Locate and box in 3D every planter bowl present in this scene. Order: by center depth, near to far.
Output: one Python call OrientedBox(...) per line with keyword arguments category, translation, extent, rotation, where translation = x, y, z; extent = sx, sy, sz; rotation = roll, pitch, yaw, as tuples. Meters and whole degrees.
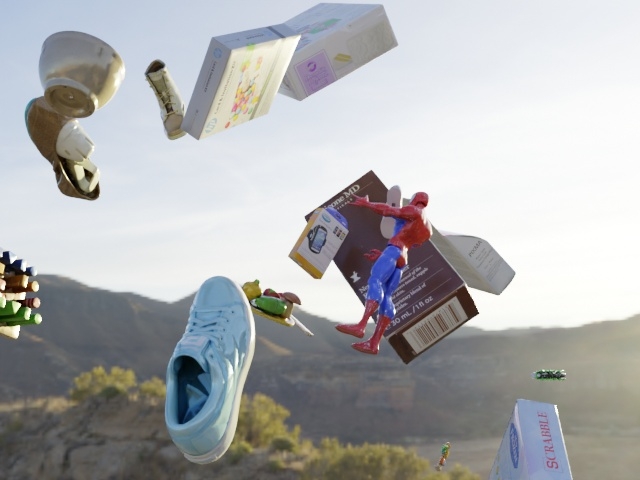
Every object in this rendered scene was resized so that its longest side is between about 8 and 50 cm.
OrientedBox(category="planter bowl", translation=(-0.468, -0.305, 1.451), extent=(0.162, 0.109, 0.162), rotation=(6, -31, 3))

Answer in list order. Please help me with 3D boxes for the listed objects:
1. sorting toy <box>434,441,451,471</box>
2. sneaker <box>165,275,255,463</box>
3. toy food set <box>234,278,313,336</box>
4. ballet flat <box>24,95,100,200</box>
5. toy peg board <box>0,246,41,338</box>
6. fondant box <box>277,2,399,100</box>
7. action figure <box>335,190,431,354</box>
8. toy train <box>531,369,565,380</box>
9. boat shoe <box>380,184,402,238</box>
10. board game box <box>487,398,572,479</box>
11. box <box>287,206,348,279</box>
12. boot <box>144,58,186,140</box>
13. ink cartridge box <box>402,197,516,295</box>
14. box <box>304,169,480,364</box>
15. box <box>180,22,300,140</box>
OrientedBox(category="sorting toy", translation=(0.268, 0.470, 1.649), extent=(0.012, 0.062, 0.083), rotation=(22, -18, 23))
OrientedBox(category="sneaker", translation=(-0.201, 0.202, 1.364), extent=(0.135, 0.365, 0.150), rotation=(-7, -35, 8))
OrientedBox(category="toy food set", translation=(-0.106, 0.135, 1.746), extent=(0.218, 0.071, 0.128), rotation=(27, 7, -35))
OrientedBox(category="ballet flat", translation=(-0.572, -0.196, 1.745), extent=(0.124, 0.116, 0.342), rotation=(26, -30, 12))
OrientedBox(category="toy peg board", translation=(-0.596, 0.088, 1.445), extent=(0.079, 0.160, 0.161), rotation=(-6, -25, 15))
OrientedBox(category="fondant box", translation=(-0.019, -0.408, 1.601), extent=(0.238, 0.096, 0.330), rotation=(-31, 25, -10))
OrientedBox(category="action figure", translation=(0.082, 0.030, 1.202), extent=(0.139, 0.280, 0.091), rotation=(12, -28, 37))
OrientedBox(category="toy train", translation=(0.361, 0.213, 1.199), extent=(0.083, 0.017, 0.024), rotation=(10, -13, -44))
OrientedBox(category="boat shoe", translation=(0.131, -0.054, 1.371), extent=(0.035, 0.100, 0.035), rotation=(8, 21, 12))
OrientedBox(category="board game box", translation=(0.298, 0.460, 1.110), extent=(0.066, 0.318, 0.317), rotation=(8, -55, 1))
OrientedBox(category="box", translation=(0.000, 0.000, 1.506), extent=(0.081, 0.136, 0.028), rotation=(42, -25, -28))
OrientedBox(category="boot", translation=(-0.421, -0.385, 2.067), extent=(0.077, 0.213, 0.165), rotation=(-18, -49, 1))
OrientedBox(category="ink cartridge box", translation=(0.300, -0.022, 2.026), extent=(0.385, 0.091, 0.308), rotation=(46, -13, -25))
OrientedBox(category="box", translation=(0.142, 0.046, 1.584), extent=(0.191, 0.381, 0.143), rotation=(-36, -41, 1))
OrientedBox(category="box", translation=(-0.113, -0.232, 1.091), extent=(0.038, 0.145, 0.186), rotation=(36, 33, 14))
